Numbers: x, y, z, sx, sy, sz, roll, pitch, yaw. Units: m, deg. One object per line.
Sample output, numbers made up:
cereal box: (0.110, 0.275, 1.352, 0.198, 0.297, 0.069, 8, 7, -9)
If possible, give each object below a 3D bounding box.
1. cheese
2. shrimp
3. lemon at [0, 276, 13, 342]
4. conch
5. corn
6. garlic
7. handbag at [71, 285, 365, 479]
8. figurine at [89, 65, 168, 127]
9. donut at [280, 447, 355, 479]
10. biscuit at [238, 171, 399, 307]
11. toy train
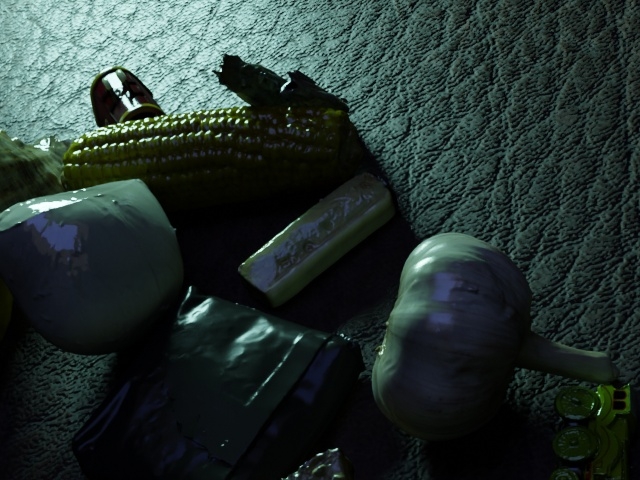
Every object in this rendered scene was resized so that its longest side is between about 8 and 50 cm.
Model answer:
cheese: (-0.237, 0.027, 1.605, 0.198, 0.154, 0.189, -16, 75, -37)
shrimp: (-0.044, -0.172, 1.710, 0.126, 0.223, 0.048, 10, 87, 27)
lemon: (-0.429, 0.053, 1.648, 0.188, 0.188, 0.257, 0, 81, 25)
conch: (-0.431, -0.068, 1.808, 0.291, 0.159, 0.210, -27, 41, -5)
corn: (-0.131, -0.093, 1.726, 0.363, 0.120, 0.120, -6, 45, 15)
garlic: (0.164, 0.108, 1.376, 0.226, 0.199, 0.199, 16, 49, -3)
handbag: (-0.102, 0.163, 1.478, 0.223, 0.080, 0.247, 14, 55, 35)
figurine: (-0.234, -0.162, 1.858, 0.082, 0.098, 0.154, -28, 39, -10)
donut: (-0.046, 0.278, 1.296, 0.217, 0.141, 0.085, -32, 51, 5)
biscuit: (0.000, 0.000, 1.618, 0.188, 0.052, 0.056, -38, 60, -14)
toy train: (0.228, 0.231, 1.275, 0.085, 0.053, 0.250, -1, 47, 16)
